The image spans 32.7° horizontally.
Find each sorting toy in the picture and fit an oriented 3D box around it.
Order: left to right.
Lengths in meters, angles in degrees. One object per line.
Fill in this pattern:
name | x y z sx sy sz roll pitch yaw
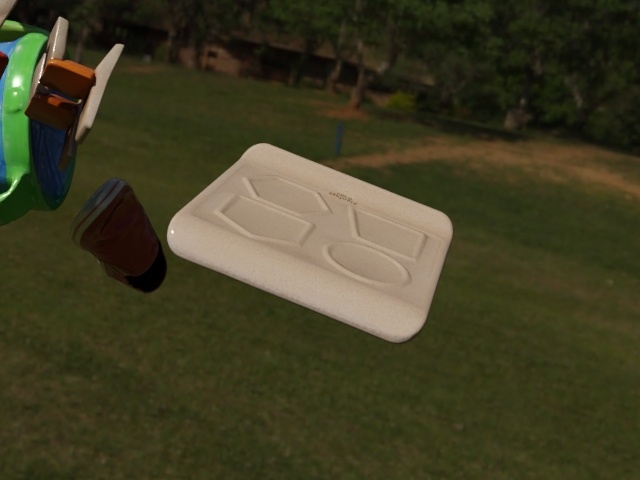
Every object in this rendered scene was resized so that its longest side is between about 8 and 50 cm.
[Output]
sorting toy | 0.000 0.000 0.843 0.193 0.038 0.208 22 26 5

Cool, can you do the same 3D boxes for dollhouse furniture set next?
dollhouse furniture set | -0.348 -0.131 0.998 0.262 0.135 0.259 22 -25 -19

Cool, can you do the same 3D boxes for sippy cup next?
sippy cup | -0.457 -0.157 1.434 0.224 0.240 0.305 1 18 2

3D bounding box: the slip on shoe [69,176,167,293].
slip on shoe | -0.296 -0.001 1.663 0.101 0.123 0.331 34 -16 12
